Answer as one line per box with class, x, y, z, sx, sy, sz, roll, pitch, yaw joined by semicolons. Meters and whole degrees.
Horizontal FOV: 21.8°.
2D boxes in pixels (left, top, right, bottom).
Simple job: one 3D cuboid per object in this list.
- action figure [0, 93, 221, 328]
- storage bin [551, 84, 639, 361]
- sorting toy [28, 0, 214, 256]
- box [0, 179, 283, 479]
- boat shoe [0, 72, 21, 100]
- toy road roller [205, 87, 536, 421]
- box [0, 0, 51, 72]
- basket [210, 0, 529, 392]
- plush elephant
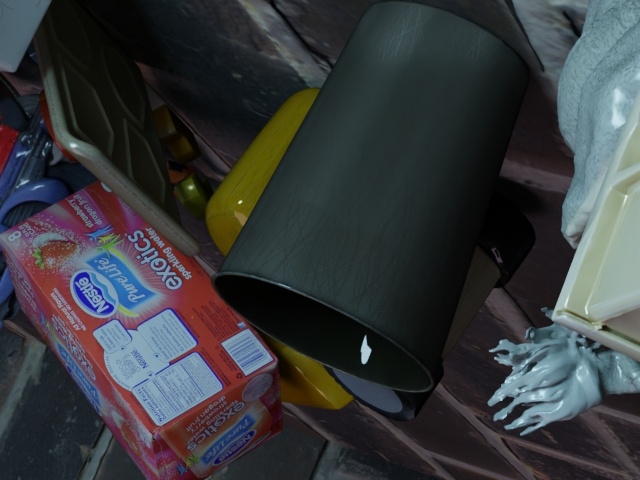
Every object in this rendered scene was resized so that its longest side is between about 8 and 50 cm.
action figure;-0.265;-0.003;1.605;0.330;0.341;0.178;32;-179;-31
storage bin;0.276;-0.037;0.697;0.262;0.260;0.123;26;163;-9
sorting toy;-0.166;-0.091;1.382;0.041;0.229;0.307;-27;149;9
box;-0.155;0.080;1.434;0.257;0.128;0.123;48;157;29
boat shoe;-0.397;-0.177;1.547;0.116;0.123;0.324;4;158;45
toy road roller;0.000;0.000;1.433;0.240;0.202;0.329;45;158;-19
box;-0.272;-0.218;1.172;0.091;0.130;0.170;11;160;43
basket;0.044;-0.036;1.140;0.154;0.227;0.204;16;165;27
plush elephant;0.230;-0.039;0.870;0.330;0.272;0.255;-11;119;9
